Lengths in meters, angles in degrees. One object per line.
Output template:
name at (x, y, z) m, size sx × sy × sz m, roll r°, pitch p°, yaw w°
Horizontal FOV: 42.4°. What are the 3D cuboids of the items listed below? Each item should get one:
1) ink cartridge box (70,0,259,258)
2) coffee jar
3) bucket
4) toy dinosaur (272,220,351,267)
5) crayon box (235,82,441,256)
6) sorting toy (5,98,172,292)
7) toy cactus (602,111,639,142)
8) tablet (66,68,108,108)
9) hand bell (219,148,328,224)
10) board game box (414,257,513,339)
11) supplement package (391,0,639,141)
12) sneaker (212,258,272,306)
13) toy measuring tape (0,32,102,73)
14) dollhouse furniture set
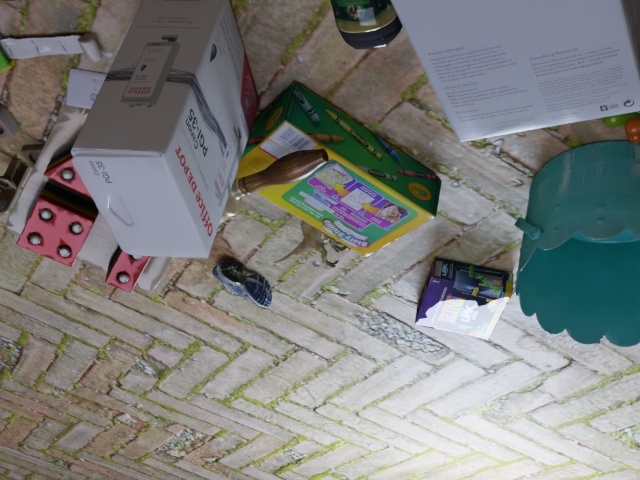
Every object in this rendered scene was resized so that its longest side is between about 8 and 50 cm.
ink cartridge box at (-0.181, -0.145, 1.044) m, size 0.117 × 0.282 × 0.207 m, roll 4°, pitch 145°, yaw 13°
coffee jar at (0.041, -0.305, 0.911) m, size 0.079 × 0.096 × 0.184 m, roll 1°, pitch 144°, yaw 22°
bucket at (0.410, 0.007, 1.159) m, size 0.281 × 0.183 × 0.281 m, roll 9°, pitch 145°, yaw 6°
toy dinosaur at (0.000, 0.000, 1.412) m, size 0.093 × 0.053 × 0.183 m, roll 38°, pitch 133°, yaw -8°
crayon box at (0.020, -0.096, 1.227) m, size 0.279 × 0.081 × 0.165 m, roll 30°, pitch 142°, yaw -23°
sorting toy at (-0.322, -0.056, 1.279) m, size 0.257 × 0.089 × 0.255 m, roll 26°, pitch 111°, yaw -19°
toy cactus at (0.457, -0.161, 1.002) m, size 0.219 × 0.112 × 0.181 m, roll -17°, pitch 155°, yaw 32°
tablet at (-0.327, -0.217, 1.200) m, size 0.083 × 0.054 × 0.006 m, roll 10°, pitch -173°, yaw 4°
hand bell at (-0.097, -0.079, 1.146) m, size 0.242 × 0.126 × 0.126 m, roll -19°, pitch 135°, yaw 27°
board game box at (0.252, 0.106, 1.468) m, size 0.141 × 0.048 × 0.170 m, roll 10°, pitch 145°, yaw 2°
supplement package at (0.198, -0.270, 0.820) m, size 0.199 × 0.198 × 0.262 m, roll -7°, pitch 141°, yaw 27°
sneaker at (-0.149, 0.082, 1.571) m, size 0.135 × 0.052 × 0.058 m, roll 41°, pitch 147°, yaw -24°
toy measuring tape at (-0.474, -0.238, 1.156) m, size 0.330 × 0.121 × 0.121 m, roll 3°, pitch 144°, yaw 14°
dollhouse furniture set at (-0.529, -0.119, 1.333) m, size 0.144 × 0.123 × 0.151 m, roll -1°, pitch 143°, yaw 19°
